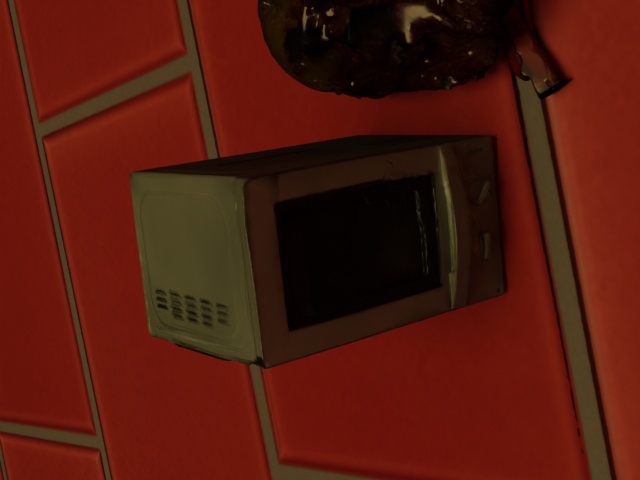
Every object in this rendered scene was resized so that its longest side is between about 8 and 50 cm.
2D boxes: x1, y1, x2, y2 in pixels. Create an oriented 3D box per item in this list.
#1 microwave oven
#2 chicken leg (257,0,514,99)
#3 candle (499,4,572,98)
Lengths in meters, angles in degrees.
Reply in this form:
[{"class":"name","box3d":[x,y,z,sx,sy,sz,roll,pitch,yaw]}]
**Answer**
[{"class":"microwave oven","box3d":[0.000,0.000,0.719,0.162,0.208,0.122,6,105,52]},{"class":"chicken leg","box3d":[0.017,-0.186,0.743,0.322,0.083,0.177,10,106,58]},{"class":"candle","box3d":[0.107,-0.162,0.687,0.026,0.021,0.167,-49,61,47]}]
